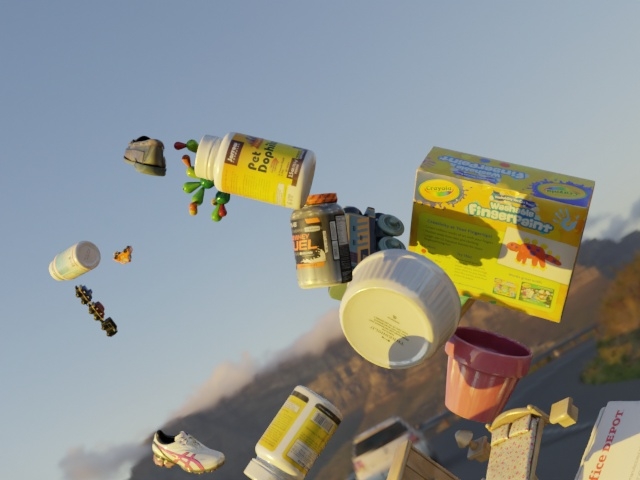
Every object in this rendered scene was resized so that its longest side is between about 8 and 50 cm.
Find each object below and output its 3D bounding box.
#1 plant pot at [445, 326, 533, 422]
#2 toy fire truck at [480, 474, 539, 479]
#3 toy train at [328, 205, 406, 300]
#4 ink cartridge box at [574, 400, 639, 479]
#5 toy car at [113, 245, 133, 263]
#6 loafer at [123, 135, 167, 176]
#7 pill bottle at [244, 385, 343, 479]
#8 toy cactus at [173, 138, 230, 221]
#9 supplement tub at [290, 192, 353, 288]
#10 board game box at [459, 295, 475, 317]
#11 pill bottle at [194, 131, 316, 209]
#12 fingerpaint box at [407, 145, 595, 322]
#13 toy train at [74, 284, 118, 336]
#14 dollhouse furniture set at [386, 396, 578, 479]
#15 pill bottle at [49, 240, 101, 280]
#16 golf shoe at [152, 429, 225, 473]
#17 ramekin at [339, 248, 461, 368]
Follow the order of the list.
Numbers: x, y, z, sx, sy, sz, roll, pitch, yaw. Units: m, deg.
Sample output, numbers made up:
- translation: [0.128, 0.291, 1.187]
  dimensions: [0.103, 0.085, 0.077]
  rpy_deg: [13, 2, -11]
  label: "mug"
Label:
- translation: [0.379, 0.320, 1.962]
  dimensions: [0.201, 0.201, 0.180]
  rpy_deg: [-2, -71, -61]
  label: "plant pot"
- translation: [0.468, 0.709, 2.265]
  dimensions: [0.217, 0.158, 0.246]
  rpy_deg: [-22, -27, -16]
  label: "toy fire truck"
- translation: [0.116, 0.038, 2.166]
  dimensions: [0.190, 0.333, 0.142]
  rpy_deg: [15, -47, -13]
  label: "toy train"
- translation: [0.720, 0.470, 1.621]
  dimensions: [0.395, 0.166, 0.285]
  rpy_deg: [-14, 35, 53]
  label: "ink cartridge box"
- translation: [-0.530, 0.039, 2.268]
  dimensions: [0.060, 0.040, 0.122]
  rpy_deg: [-37, 11, -6]
  label: "toy car"
- translation: [-0.404, -0.209, 1.966]
  dimensions: [0.096, 0.084, 0.267]
  rpy_deg: [9, 10, -23]
  label: "loafer"
- translation: [-0.057, 0.412, 1.698]
  dimensions: [0.208, 0.119, 0.119]
  rpy_deg: [-54, -7, -17]
  label: "pill bottle"
- translation: [-0.257, -0.154, 2.034]
  dimensions: [0.181, 0.218, 0.112]
  rpy_deg: [-15, 10, 8]
  label: "toy cactus"
- translation: [0.000, 0.000, 1.729]
  dimensions: [0.117, 0.190, 0.117]
  rpy_deg: [-8, 0, 0]
  label: "supplement tub"
- translation: [0.412, 0.198, 2.588]
  dimensions: [0.259, 0.039, 0.124]
  rpy_deg: [-42, 22, -30]
  label: "board game box"
- translation: [-0.123, -0.137, 1.579]
  dimensions: [0.215, 0.117, 0.117]
  rpy_deg: [13, -15, 4]
  label: "pill bottle"
- translation: [0.477, -0.022, 2.264]
  dimensions: [0.163, 0.445, 0.371]
  rpy_deg: [-52, -30, -50]
  label: "fingerpaint box"
- translation: [-0.533, 0.165, 1.986]
  dimensions: [0.036, 0.158, 0.027]
  rpy_deg: [-31, 26, -1]
  label: "toy train"
- translation: [0.302, 0.453, 1.632]
  dimensions: [0.355, 0.174, 0.303]
  rpy_deg: [-42, 17, 43]
  label: "dollhouse furniture set"
- translation: [-0.710, 0.063, 2.397]
  dimensions: [0.160, 0.087, 0.087]
  rpy_deg: [-22, -7, 39]
  label: "pill bottle"
- translation: [-0.314, 0.497, 1.970]
  dimensions: [0.186, 0.085, 0.067]
  rpy_deg: [4, 18, 16]
  label: "golf shoe"
- translation: [0.167, 0.163, 1.854]
  dimensions: [0.273, 0.273, 0.127]
  rpy_deg: [-39, 5, 37]
  label: "ramekin"
